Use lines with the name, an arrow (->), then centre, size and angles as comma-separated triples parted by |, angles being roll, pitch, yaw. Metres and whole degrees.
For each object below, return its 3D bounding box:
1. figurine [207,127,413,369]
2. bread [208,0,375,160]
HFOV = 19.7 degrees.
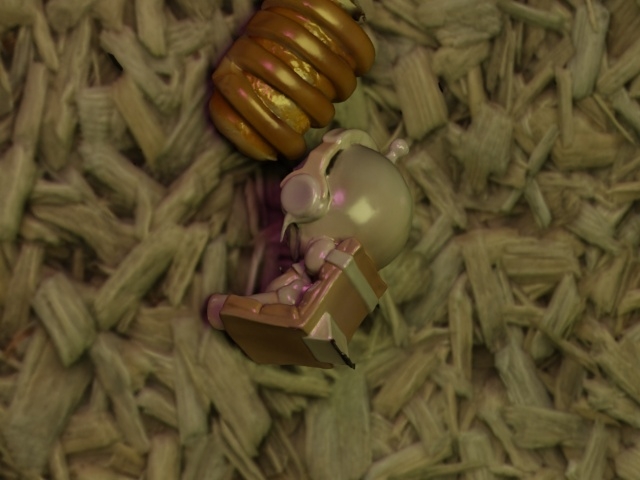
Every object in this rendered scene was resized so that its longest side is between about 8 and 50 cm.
figurine -> 0.003, 0.000, 1.688 | 0.236, 0.141, 0.162 | -66, 149, -17
bread -> -0.024, -0.154, 1.687 | 0.119, 0.084, 0.177 | 41, 73, -26
